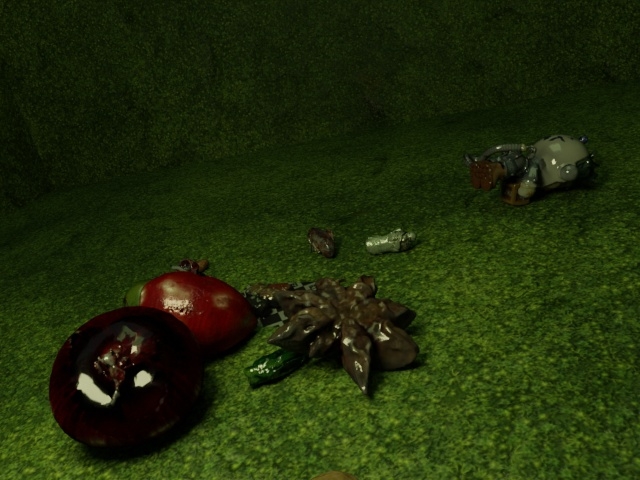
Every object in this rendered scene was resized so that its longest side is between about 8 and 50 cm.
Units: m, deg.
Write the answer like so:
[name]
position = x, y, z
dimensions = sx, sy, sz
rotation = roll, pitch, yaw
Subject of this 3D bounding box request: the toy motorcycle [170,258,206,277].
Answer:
[toy motorcycle]
position = -0.393, 0.129, 1.432
dimensions = 0.082, 0.122, 0.213
rotation = 20, 38, 32

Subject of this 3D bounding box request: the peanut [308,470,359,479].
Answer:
[peanut]
position = -0.031, 0.361, 0.704
dimensions = 0.193, 0.089, 0.089
rotation = -11, 21, -6

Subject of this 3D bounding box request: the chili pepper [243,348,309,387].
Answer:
[chili pepper]
position = -0.074, 0.235, 1.078
dimensions = 0.073, 0.050, 0.182
rotation = -5, 18, 45

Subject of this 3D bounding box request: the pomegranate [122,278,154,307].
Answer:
[pomegranate]
position = -0.435, 0.186, 1.284
dimensions = 0.191, 0.131, 0.152
rotation = -29, 61, -3

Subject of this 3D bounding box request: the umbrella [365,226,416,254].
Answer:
[umbrella]
position = 0.198, 0.004, 1.478
dimensions = 0.144, 0.067, 0.062
rotation = -16, -21, 14

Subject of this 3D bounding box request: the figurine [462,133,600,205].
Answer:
[figurine]
position = 0.652, -0.211, 1.595
dimensions = 0.382, 0.186, 0.261
rotation = -13, 27, -13

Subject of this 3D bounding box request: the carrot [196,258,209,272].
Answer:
[carrot]
position = -0.403, 0.103, 1.617
dimensions = 0.036, 0.035, 0.165
rotation = 4, 29, 37

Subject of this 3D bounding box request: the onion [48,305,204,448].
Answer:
[onion]
position = -0.350, 0.233, 0.945
dimensions = 0.273, 0.285, 0.272
rotation = 2, 62, -4

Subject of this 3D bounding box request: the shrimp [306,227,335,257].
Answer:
[shrimp]
position = -0.001, -0.001, 1.595
dimensions = 0.075, 0.073, 0.190
rotation = -17, 26, -21

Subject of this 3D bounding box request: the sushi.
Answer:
[sushi]
position = -0.135, 0.141, 1.346
dimensions = 0.232, 0.047, 0.219
rotation = -5, 23, 20

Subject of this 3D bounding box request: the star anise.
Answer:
[star anise]
position = 0.042, 0.169, 1.038
dimensions = 0.316, 0.108, 0.315
rotation = 9, 32, -6

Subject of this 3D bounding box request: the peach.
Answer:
[peach]
position = -0.264, 0.168, 1.148
dimensions = 0.268, 0.158, 0.153
rotation = 19, 37, -13

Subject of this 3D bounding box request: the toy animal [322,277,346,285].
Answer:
[toy animal]
position = 0.018, 0.149, 1.209
dimensions = 0.099, 0.056, 0.241
rotation = 35, 32, 13
